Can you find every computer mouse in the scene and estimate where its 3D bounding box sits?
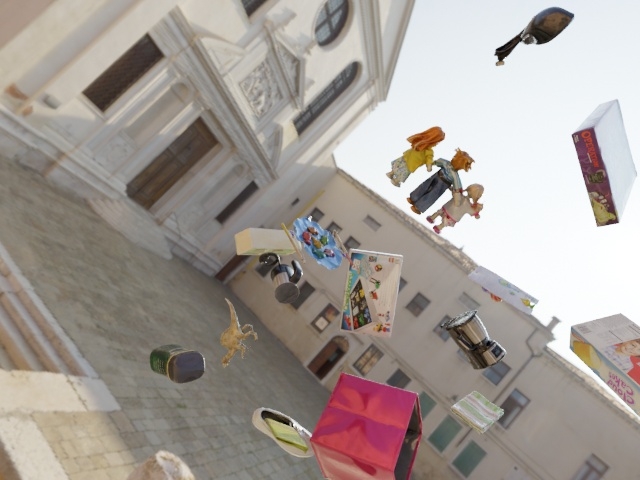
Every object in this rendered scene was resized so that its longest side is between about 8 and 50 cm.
[{"bbox_3d":[0.549,-0.549,1.154,0.060,0.184,0.262,42,24,-13],"label":"computer mouse"}]

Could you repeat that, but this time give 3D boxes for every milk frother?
[{"bbox_3d":[-0.145,0.122,1.471,0.143,0.129,0.135,14,20,-19],"label":"milk frother"}]

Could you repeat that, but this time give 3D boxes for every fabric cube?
[{"bbox_3d":[0.155,0.614,1.343,0.258,0.259,0.254,7,-48,27],"label":"fabric cube"}]

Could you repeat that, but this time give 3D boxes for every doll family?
[{"bbox_3d":[0.242,-0.147,0.925,0.118,0.163,0.263,4,49,-47],"label":"doll family"}]

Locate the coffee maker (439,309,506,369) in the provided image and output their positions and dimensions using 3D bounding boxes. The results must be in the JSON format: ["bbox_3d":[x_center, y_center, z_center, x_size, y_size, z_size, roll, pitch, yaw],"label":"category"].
[{"bbox_3d":[0.535,0.349,1.506,0.178,0.120,0.171,55,-6,5],"label":"coffee maker"}]

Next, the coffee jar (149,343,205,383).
[{"bbox_3d":[-0.392,0.336,1.175,0.096,0.079,0.184,-5,-1,-39],"label":"coffee jar"}]

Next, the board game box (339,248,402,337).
[{"bbox_3d":[0.182,0.192,1.572,0.193,0.305,0.053,8,7,1],"label":"board game box"}]

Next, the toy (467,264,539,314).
[{"bbox_3d":[0.650,0.189,1.545,0.237,0.137,0.056,31,-56,28],"label":"toy"}]

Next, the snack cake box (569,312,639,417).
[{"bbox_3d":[0.785,0.305,1.085,0.264,0.152,0.089,-108,-175,-65],"label":"snack cake box"}]

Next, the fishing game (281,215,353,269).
[{"bbox_3d":[0.000,0.000,1.241,0.264,0.041,0.189,10,45,-51],"label":"fishing game"}]

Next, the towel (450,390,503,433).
[{"bbox_3d":[0.486,0.523,1.325,0.152,0.023,0.113,-10,32,-43],"label":"towel"}]

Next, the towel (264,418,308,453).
[{"bbox_3d":[-0.107,0.577,1.276,0.102,0.021,0.237,23,-16,-9],"label":"towel"}]

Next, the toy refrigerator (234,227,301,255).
[{"bbox_3d":[-0.212,0.013,1.783,0.269,0.102,0.094,4,71,-48],"label":"toy refrigerator"}]

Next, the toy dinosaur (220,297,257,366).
[{"bbox_3d":[-0.219,0.248,1.140,0.093,0.183,0.053,6,-3,-30],"label":"toy dinosaur"}]

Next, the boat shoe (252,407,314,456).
[{"bbox_3d":[-0.113,0.652,1.454,0.258,0.095,0.084,30,-34,-8],"label":"boat shoe"}]

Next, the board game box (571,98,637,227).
[{"bbox_3d":[0.652,-0.189,0.973,0.056,0.347,0.208,-17,-78,46],"label":"board game box"}]
